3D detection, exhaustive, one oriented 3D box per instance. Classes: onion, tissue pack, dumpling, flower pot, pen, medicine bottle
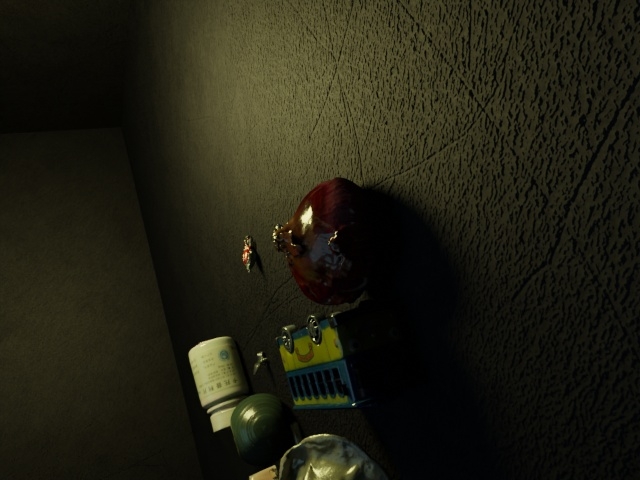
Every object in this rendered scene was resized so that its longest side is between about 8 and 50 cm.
[{"bbox_3d":[0.000,0.000,0.833,0.230,0.163,0.230,-169,90,-69],"label":"onion"},{"bbox_3d":[-0.173,0.772,1.525,0.074,0.094,0.059,41,135,51],"label":"tissue pack"},{"bbox_3d":[0.052,0.511,0.968,0.292,0.205,0.163,32,170,22],"label":"dumpling"},{"bbox_3d":[-0.168,0.531,1.353,0.243,0.157,0.190,109,140,-65],"label":"flower pot"},{"bbox_3d":[-0.041,0.588,1.287,0.025,0.025,0.204,-45,61,58],"label":"pen"},{"bbox_3d":[-0.339,0.494,1.655,0.170,0.170,0.293,-52,53,55],"label":"medicine bottle"}]

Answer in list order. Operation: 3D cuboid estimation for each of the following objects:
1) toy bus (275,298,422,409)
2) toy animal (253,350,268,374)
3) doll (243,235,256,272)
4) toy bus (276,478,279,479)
[{"bbox_3d":[0.037,0.215,0.881,0.287,0.138,0.175,-37,65,60],"label":"toy bus"},{"bbox_3d":[-0.176,0.365,1.450,0.084,0.050,0.028,-84,-21,-50],"label":"toy animal"},{"bbox_3d":[-0.204,0.043,1.380,0.057,0.039,0.114,-28,58,28],"label":"doll"},{"bbox_3d":[-0.131,0.841,1.394,0.133,0.164,0.272,30,125,56],"label":"toy bus"}]
